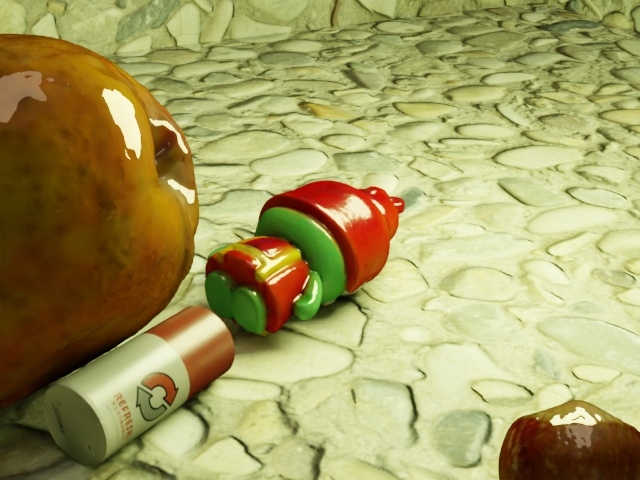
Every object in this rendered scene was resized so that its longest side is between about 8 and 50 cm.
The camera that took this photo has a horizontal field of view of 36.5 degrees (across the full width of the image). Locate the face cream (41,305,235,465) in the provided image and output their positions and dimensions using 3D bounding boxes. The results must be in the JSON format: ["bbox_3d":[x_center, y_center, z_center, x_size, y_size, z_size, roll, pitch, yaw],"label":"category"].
[{"bbox_3d":[-0.198,0.157,1.091,0.096,0.095,0.214,18,31,30],"label":"face cream"}]

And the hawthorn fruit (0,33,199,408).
[{"bbox_3d":[-0.362,-0.026,1.107,0.472,0.471,0.472,1,26,-1],"label":"hawthorn fruit"}]

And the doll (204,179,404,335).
[{"bbox_3d":[0.000,0.001,1.346,0.183,0.160,0.363,20,32,35],"label":"doll"}]

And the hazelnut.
[{"bbox_3d":[0.250,0.230,0.938,0.154,0.143,0.143,9,22,-22],"label":"hazelnut"}]
